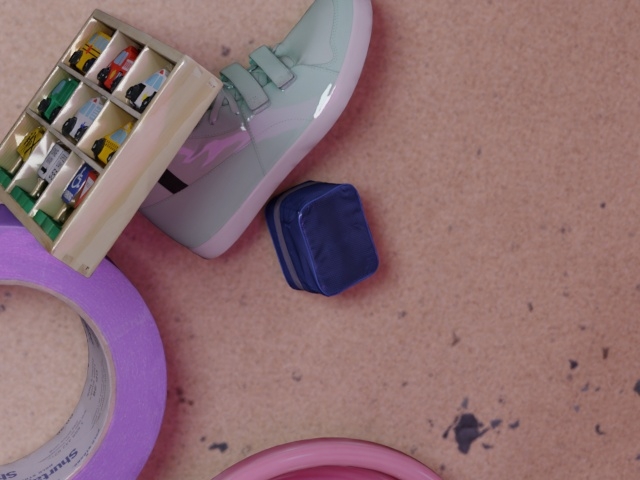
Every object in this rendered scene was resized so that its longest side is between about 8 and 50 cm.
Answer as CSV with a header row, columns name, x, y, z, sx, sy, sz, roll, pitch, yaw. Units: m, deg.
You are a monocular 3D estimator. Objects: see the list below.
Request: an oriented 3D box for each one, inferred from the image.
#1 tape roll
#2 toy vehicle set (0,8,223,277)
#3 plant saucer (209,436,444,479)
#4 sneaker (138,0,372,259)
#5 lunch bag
name,x,y,z,sx,sy,sz,roll,pitch,yaw
tape roll,-0.265,0.112,1.581,0.274,0.090,0.275,-5,106,-18
toy vehicle set,-0.170,-0.080,1.469,0.035,0.267,0.166,35,90,-24
plant saucer,-0.012,0.324,1.724,0.332,0.084,0.332,-4,104,-18
sneaker,-0.073,-0.122,1.581,0.151,0.094,0.256,34,93,-29
lunch bag,0.000,0.000,1.658,0.067,0.065,0.098,-26,110,-28
